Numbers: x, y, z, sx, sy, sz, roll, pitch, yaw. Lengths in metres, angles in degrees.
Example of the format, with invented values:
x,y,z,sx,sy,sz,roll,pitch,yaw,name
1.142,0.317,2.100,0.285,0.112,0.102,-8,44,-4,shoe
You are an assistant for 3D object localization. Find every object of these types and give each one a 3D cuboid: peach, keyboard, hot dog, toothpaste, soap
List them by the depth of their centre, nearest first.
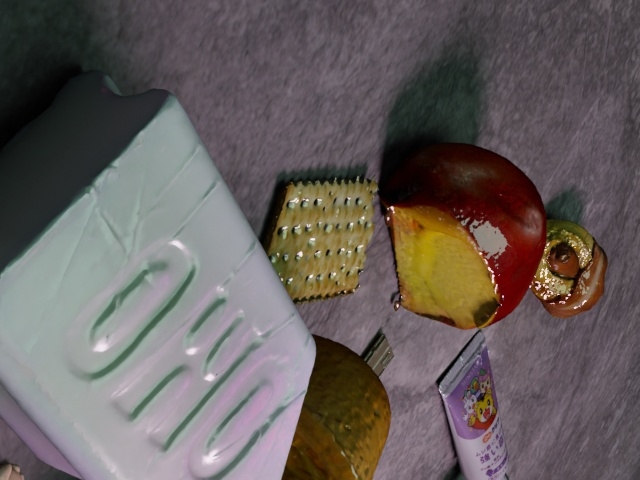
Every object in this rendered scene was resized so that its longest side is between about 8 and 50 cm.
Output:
x,y,z,sx,sy,sz,roll,pitch,yaw,name
-0.128,0.075,0.911,0.208,0.115,0.347,-48,136,-22,soap
0.168,-0.020,1.378,0.154,0.159,0.267,-55,150,-28,peach
0.042,0.168,1.463,0.129,0.015,0.049,-52,145,-19,keyboard
0.223,0.264,1.805,0.114,0.073,0.299,-47,140,-29,toothpaste
0.363,0.051,1.819,0.123,0.093,0.261,-62,152,-3,hot dog

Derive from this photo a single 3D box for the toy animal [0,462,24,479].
x,y,z,sx,sy,sz,roll,pitch,yaw,name
-0.243,0.232,0.962,0.114,0.082,0.091,-59,153,-9,toy animal

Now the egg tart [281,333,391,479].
x,y,z,sx,sy,sz,roll,pitch,yaw,name
-0.023,0.179,1.185,0.147,0.203,0.202,-46,149,-48,egg tart

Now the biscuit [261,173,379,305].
x,y,z,sx,sy,sz,roll,pitch,yaw,name
0.001,0.000,1.245,0.203,0.016,0.144,-8,120,-57,biscuit
